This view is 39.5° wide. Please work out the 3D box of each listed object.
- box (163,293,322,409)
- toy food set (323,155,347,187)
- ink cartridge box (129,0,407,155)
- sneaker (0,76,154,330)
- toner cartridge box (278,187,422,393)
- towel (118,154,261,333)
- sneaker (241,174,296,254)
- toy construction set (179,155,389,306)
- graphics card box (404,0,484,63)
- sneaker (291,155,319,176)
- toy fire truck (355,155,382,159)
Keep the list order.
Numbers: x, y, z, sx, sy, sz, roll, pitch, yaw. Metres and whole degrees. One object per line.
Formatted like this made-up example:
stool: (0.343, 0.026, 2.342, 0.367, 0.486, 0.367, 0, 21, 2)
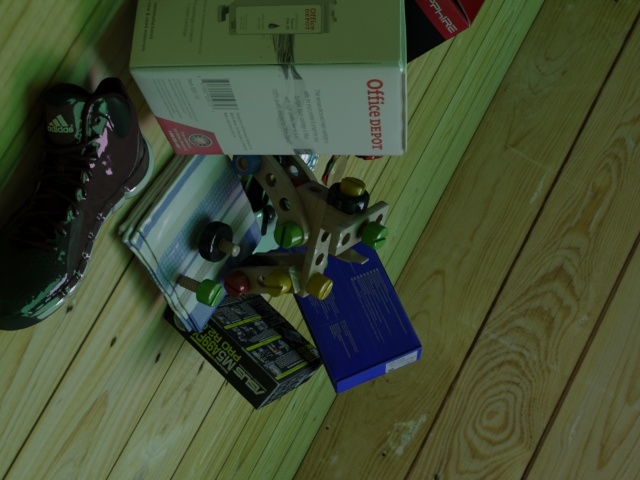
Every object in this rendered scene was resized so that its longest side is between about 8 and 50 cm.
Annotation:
box: (-0.119, 0.167, 1.510, 0.060, 0.216, 0.270, -49, 169, 12)
toy food set: (0.031, -0.150, 1.895, 0.083, 0.020, 0.083, -59, 165, -17)
ink cartridge box: (-0.044, -0.187, 0.995, 0.207, 0.282, 0.117, 76, 15, -68)
sneaker: (-0.266, -0.060, 0.876, 0.163, 0.106, 0.281, 91, 18, -49)
toner cartridge box: (0.034, 0.081, 1.599, 0.165, 0.348, 0.075, -21, 156, -8)
towel: (-0.176, -0.009, 1.279, 0.209, 0.034, 0.285, -57, 153, -23)
sneaker: (-0.071, -0.075, 1.519, 0.256, 0.094, 0.151, -53, 159, -40)
toy construction set: (0.000, 0.000, 1.317, 0.309, 0.237, 0.258, 10, 99, -65)
graphics card box: (0.067, -0.289, 1.188, 0.370, 0.094, 0.233, -23, -153, 42)
sneaker: (-0.030, -0.204, 1.503, 0.082, 0.071, 0.191, 13, 92, -44)
toy fire truck: (0.085, -0.221, 1.725, 0.135, 0.192, 0.047, -10, 129, -37)
